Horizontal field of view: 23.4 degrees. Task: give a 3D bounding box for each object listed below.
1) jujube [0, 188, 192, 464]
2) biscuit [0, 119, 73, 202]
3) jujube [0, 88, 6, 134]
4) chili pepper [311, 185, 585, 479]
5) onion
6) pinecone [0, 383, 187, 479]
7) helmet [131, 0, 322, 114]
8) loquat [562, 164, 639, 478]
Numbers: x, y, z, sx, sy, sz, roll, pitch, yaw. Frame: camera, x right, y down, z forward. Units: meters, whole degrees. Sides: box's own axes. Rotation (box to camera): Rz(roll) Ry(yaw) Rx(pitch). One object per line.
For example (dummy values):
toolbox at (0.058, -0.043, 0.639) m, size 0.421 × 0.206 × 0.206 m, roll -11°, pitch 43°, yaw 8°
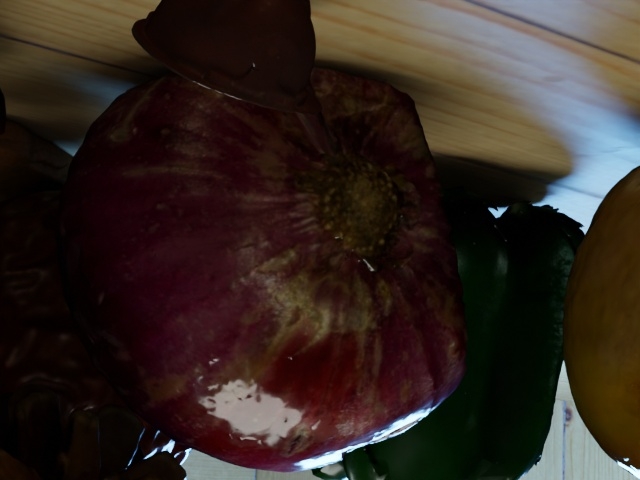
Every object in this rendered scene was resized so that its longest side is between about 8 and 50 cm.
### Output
jujube at (-0.176, 0.074, 1.155) m, size 0.213 × 0.232 × 0.213 m, roll -9°, pitch 176°, yaw -1°
biscuit at (-0.286, -0.055, 1.181) m, size 0.186 × 0.036 × 0.192 m, roll 1°, pitch 169°, yaw 13°
jujube at (-0.263, -0.050, 0.787) m, size 0.197 × 0.197 × 0.290 m, roll 1°, pitch -177°, yaw 11°
chili pepper at (0.085, 0.077, 1.233) m, size 0.248 × 0.257 × 0.233 m, roll 3°, pitch -178°, yaw -10°
onion at (-0.047, 0.023, 0.981) m, size 0.230 × 0.256 × 0.272 m, roll -9°, pitch 146°, yaw -30°
pinecone at (-0.180, 0.209, 0.952) m, size 0.264 × 0.264 × 0.264 m, roll 3°, pitch 169°, yaw 0°
helmet at (-0.035, -0.109, 0.772) m, size 0.111 × 0.057 × 0.089 m, roll 7°, pitch -154°, yaw -48°
loquat at (0.301, 0.051, 1.036) m, size 0.276 × 0.276 × 0.284 m, roll 0°, pitch -172°, yaw 12°
